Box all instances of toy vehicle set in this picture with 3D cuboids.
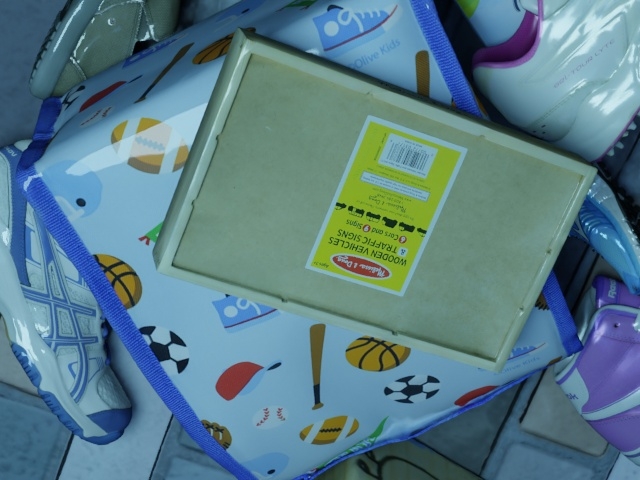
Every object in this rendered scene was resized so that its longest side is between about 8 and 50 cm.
[{"bbox_3d":[0.039,-0.020,0.808,0.267,0.035,0.166,18,106,-19],"label":"toy vehicle set"}]

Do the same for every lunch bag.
[{"bbox_3d":[0.000,0.000,0.961,0.328,0.239,0.385,-26,113,8],"label":"lunch bag"}]

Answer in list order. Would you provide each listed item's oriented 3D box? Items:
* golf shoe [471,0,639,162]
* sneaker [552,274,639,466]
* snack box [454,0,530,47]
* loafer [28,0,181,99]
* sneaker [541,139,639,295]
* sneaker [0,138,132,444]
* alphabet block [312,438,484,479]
[{"bbox_3d":[0.223,-0.209,0.882,0.140,0.115,0.306,26,107,-3],"label":"golf shoe"},{"bbox_3d":[0.330,0.064,1.047,0.161,0.102,0.282,44,104,-8],"label":"sneaker"},{"bbox_3d":[0.218,-0.222,0.972,0.207,0.070,0.174,-34,104,11],"label":"snack box"},{"bbox_3d":[-0.151,-0.213,0.986,0.087,0.094,0.251,27,112,-20],"label":"loafer"},{"bbox_3d":[0.234,-0.019,1.038,0.073,0.063,0.162,-38,79,27],"label":"sneaker"},{"bbox_3d":[-0.224,0.050,1.057,0.131,0.112,0.296,-31,117,-11],"label":"sneaker"},{"bbox_3d":[0.054,0.304,1.082,0.192,0.197,0.193,30,106,-8],"label":"alphabet block"}]
